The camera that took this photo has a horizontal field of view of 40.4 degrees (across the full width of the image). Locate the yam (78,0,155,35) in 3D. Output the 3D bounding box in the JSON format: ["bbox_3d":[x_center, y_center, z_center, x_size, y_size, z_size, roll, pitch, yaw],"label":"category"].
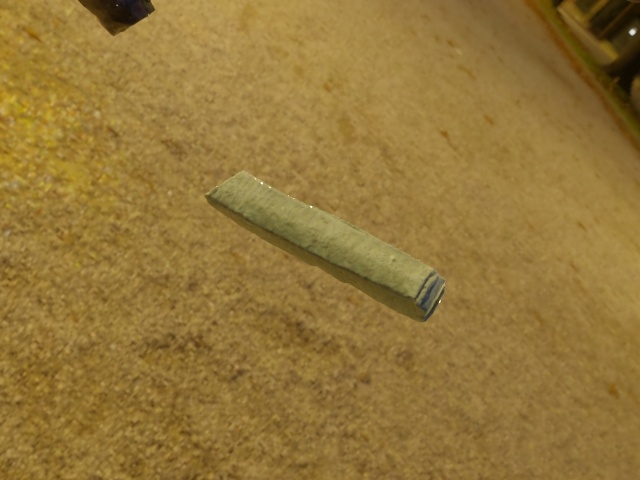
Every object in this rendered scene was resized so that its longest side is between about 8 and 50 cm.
[{"bbox_3d":[-0.225,-0.263,0.629,0.274,0.061,0.061,51,18,-27],"label":"yam"}]

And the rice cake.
[{"bbox_3d":[0.000,-0.001,0.547,0.170,0.033,0.029,27,-20,22],"label":"rice cake"}]

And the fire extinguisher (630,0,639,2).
[{"bbox_3d":[0.238,-0.301,0.730,0.269,0.105,0.105,20,33,-47],"label":"fire extinguisher"}]
